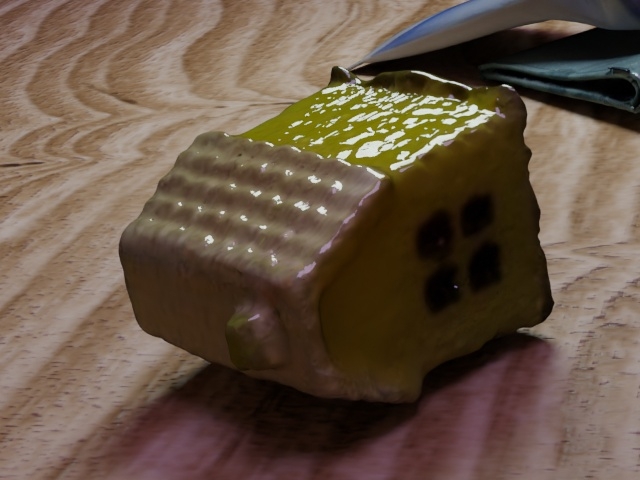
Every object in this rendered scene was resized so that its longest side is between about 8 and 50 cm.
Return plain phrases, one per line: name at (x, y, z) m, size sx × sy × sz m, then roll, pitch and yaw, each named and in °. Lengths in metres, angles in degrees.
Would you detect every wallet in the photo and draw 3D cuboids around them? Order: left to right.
wallet at (0.328, -0.184, 1.473) m, size 0.251 × 0.054 × 0.290 m, roll -15°, pitch 20°, yaw -24°

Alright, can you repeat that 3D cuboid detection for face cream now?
face cream at (0.231, -0.253, 1.562) m, size 0.234 × 0.137 × 0.420 m, roll -27°, pitch 7°, yaw -36°

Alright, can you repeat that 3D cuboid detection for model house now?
model house at (0.000, 0.000, 0.932) m, size 0.234 × 0.175 × 0.193 m, roll -21°, pitch 24°, yaw -39°
